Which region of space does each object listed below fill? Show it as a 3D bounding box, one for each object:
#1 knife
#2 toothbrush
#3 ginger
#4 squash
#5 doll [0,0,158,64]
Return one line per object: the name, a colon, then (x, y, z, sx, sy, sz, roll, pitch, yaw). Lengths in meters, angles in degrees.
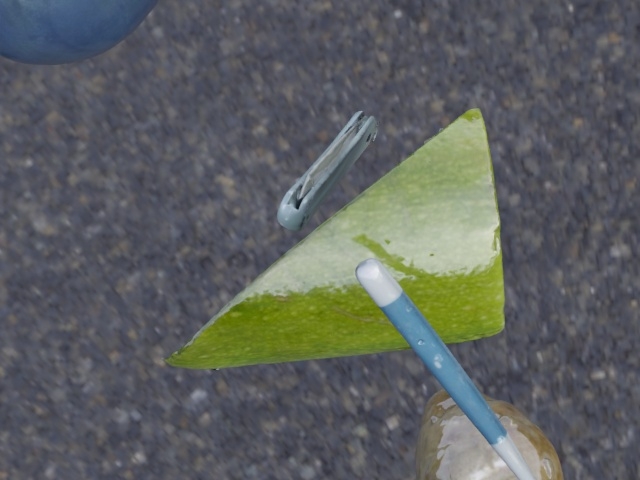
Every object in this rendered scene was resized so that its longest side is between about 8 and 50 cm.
knife: (0.007, -0.058, 1.151, 0.023, 0.044, 0.162, 23, 36, 11)
toothbrush: (0.104, 0.112, 0.975, 0.019, 0.276, 0.025, -30, 24, 19)
ginger: (0.180, 0.306, 1.678, 0.155, 0.304, 0.244, -23, 52, -14)
squash: (0.000, 0.000, 1.070, 0.252, 0.093, 0.169, -6, 86, 0)
doll: (-0.185, -0.221, 0.883, 0.154, 0.258, 0.228, 14, 70, 28)
